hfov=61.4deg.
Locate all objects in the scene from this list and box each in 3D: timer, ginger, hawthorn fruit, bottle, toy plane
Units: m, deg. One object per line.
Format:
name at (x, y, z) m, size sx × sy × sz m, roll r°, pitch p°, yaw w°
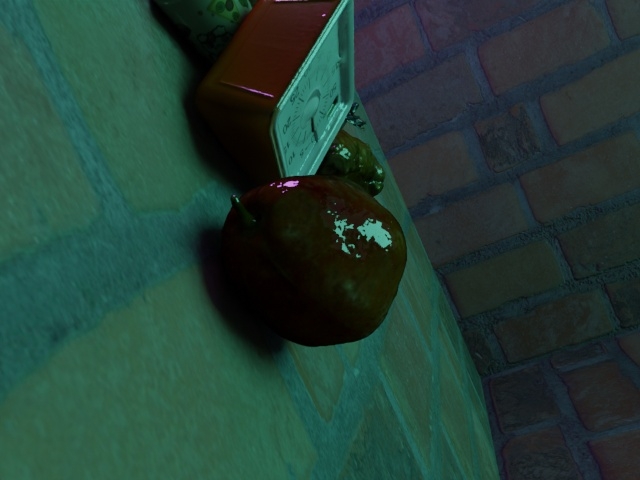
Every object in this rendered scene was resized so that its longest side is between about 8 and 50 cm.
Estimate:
timer at (-0.041, -0.212, 0.843) m, size 0.257 × 0.161 × 0.250 m, roll -63°, pitch 151°, yaw -21°
ginger at (0.029, -0.166, 1.204) m, size 0.321 × 0.172 × 0.165 m, roll 6°, pitch 100°, yaw -67°
hawthorn fruit at (-0.022, 0.015, 0.672) m, size 0.261 × 0.224 × 0.224 m, roll 24°, pitch 41°, yaw -39°
bottle at (-0.150, -0.335, 0.877) m, size 0.253 × 0.120 × 0.120 m, roll 46°, pitch 26°, yaw -53°
toy plane at (0.039, -0.422, 1.677) m, size 0.223 × 0.104 × 0.326 m, roll 42°, pitch 15°, yaw 12°

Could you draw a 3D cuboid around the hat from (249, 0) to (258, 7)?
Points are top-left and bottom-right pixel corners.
hat at (-0.133, -0.485, 1.071) m, size 0.257 × 0.257 × 0.130 m, roll 63°, pitch -16°, yaw -15°
